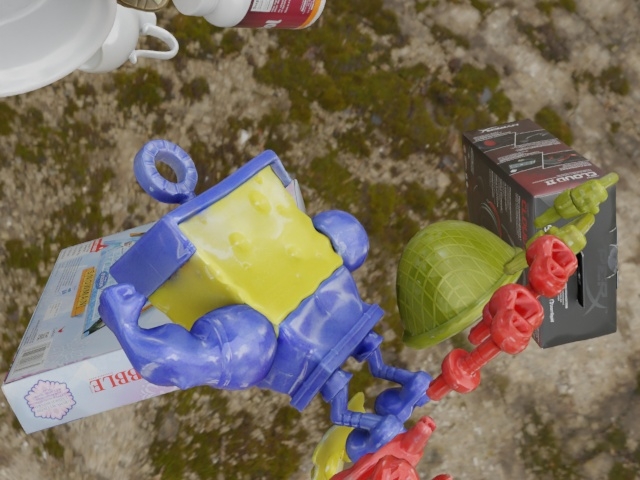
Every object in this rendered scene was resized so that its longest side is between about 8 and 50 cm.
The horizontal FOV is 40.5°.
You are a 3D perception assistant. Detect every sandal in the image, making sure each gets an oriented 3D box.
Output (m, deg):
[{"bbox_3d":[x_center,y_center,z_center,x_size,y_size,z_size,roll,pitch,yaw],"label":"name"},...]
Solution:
[{"bbox_3d":[-0.295,-0.381,1.314,0.180,0.049,0.072,18,75,27],"label":"sandal"}]

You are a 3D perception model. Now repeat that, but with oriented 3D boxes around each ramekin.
[{"bbox_3d":[-0.437,-0.335,1.199,0.277,0.277,0.135,-23,72,-21],"label":"ramekin"}]

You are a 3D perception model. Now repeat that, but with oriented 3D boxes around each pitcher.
[{"bbox_3d":[-0.355,-0.363,1.541,0.177,0.125,0.207,35,36,-7],"label":"pitcher"}]

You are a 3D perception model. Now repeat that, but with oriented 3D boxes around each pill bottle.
[{"bbox_3d":[-0.074,-0.261,0.886,0.152,0.086,0.086,-10,74,-41],"label":"pill bottle"}]

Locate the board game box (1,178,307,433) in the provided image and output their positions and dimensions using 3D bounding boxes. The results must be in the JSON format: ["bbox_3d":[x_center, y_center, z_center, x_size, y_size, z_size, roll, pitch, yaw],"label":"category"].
[{"bbox_3d":[-0.159,0.056,0.969,0.317,0.319,0.066,-17,115,3],"label":"board game box"}]

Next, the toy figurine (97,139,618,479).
[{"bbox_3d":[0.000,0.000,0.493,0.217,0.191,0.362,44,41,3],"label":"toy figurine"}]

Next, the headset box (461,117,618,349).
[{"bbox_3d":[0.292,-0.013,1.152,0.110,0.293,0.218,-12,116,-6],"label":"headset box"}]
